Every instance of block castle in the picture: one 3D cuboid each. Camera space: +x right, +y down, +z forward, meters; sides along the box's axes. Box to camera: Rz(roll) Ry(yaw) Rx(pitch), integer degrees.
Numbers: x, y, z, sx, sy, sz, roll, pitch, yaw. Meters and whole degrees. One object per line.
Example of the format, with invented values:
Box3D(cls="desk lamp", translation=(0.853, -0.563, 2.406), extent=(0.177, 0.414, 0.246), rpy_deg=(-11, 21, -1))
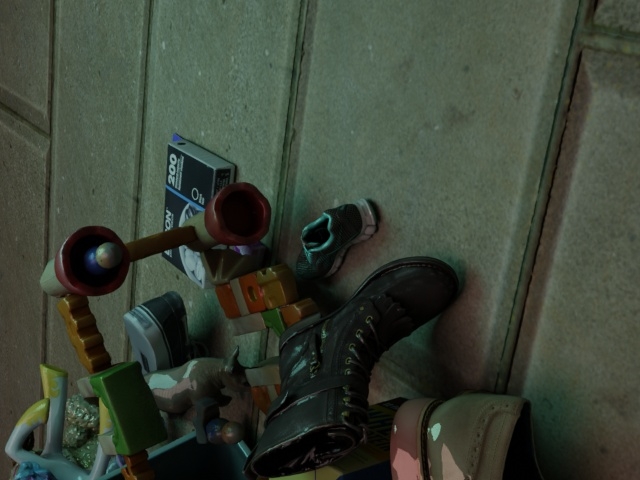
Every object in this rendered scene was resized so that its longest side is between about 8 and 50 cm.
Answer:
Box3D(cls="block castle", translation=(-0.140, 0.174, 1.128), extent=(0.213, 0.303, 0.453), rpy_deg=(-19, 91, 56))

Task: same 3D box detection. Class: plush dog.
Box3D(cls="plush dog", translation=(-0.516, 0.471, 1.771), extent=(0.262, 0.226, 0.210), rpy_deg=(54, 135, 32))

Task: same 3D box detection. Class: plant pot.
Box3D(cls="plant pot", translation=(-0.187, 0.482, 1.340), extent=(0.247, 0.248, 0.252), rpy_deg=(44, 147, 40))

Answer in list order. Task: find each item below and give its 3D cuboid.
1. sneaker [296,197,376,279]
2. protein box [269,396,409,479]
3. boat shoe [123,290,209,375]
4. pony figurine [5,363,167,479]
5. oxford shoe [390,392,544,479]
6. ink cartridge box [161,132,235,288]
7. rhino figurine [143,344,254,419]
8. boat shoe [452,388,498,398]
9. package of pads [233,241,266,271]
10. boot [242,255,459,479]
Box3D(cls="sneaker", translation=(0.000, 0.000, 1.134), extent=(0.166, 0.076, 0.065), rpy_deg=(-49, 57, 45))
Box3D(cls="protein box", translation=(0.061, 0.310, 1.002), extent=(0.136, 0.201, 0.199), rpy_deg=(13, 106, 51))
Box3D(cls="boat shoe", translation=(-0.256, 0.190, 1.481), extent=(0.113, 0.105, 0.306), rpy_deg=(39, 150, 30))
Box3D(cls="pony figurine", translation=(-0.415, 0.444, 1.536), extent=(0.303, 0.351, 0.363), rpy_deg=(-175, 107, -81))
Box3D(cls="oxford shoe", translation=(0.182, 0.341, 0.840), extent=(0.147, 0.140, 0.396), rpy_deg=(-17, 88, 34))
Box3D(cls="ink cartridge box", translation=(-0.219, -0.054, 1.443), extent=(0.208, 0.045, 0.206), rpy_deg=(31, 120, 48))
Box3D(cls="rhino figurine", translation=(-0.185, 0.229, 1.355), extent=(0.243, 0.073, 0.106), rpy_deg=(-20, 115, 19))
Box3D(cls="boat shoe", translation=(0.185, 0.249, 0.943), extent=(0.060, 0.064, 0.177), rpy_deg=(-16, 81, 55))
Box3D(cls="package of pads", translation=(-0.113, 0.036, 1.326), extent=(0.050, 0.032, 0.083), rpy_deg=(37, 124, 42))
Box3D(cls="boot", translation=(0.041, 0.143, 0.942), extent=(0.263, 0.229, 0.091), rpy_deg=(-32, 110, 18))
